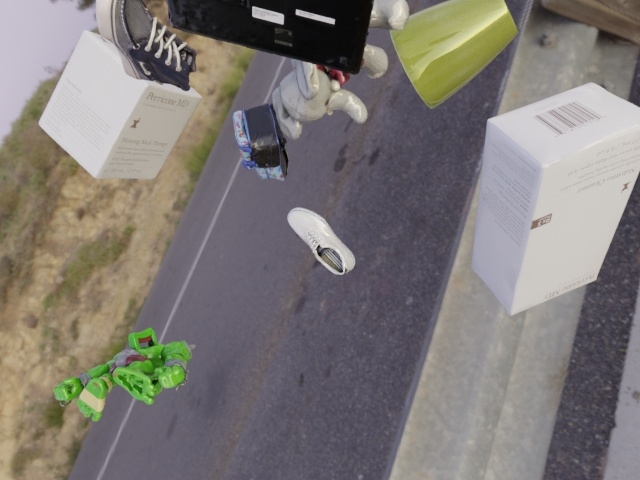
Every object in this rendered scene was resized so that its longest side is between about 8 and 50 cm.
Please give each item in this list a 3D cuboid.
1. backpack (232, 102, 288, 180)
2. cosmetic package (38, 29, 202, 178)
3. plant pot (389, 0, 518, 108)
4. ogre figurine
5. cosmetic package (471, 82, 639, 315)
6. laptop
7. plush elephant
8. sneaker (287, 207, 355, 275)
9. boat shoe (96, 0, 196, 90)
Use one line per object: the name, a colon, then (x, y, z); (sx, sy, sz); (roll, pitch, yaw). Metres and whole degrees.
backpack: (-0.142, -0.230, 1.256); (0.173, 0.116, 0.158); (83, 174, -57)
cosmetic package: (-0.727, -0.476, 1.850); (0.394, 0.327, 0.329); (-53, -12, 19)
plant pot: (0.392, -0.570, 1.436); (0.293, 0.275, 0.275); (-25, 41, 26)
ogre figurine: (-0.260, 0.184, 0.714); (0.197, 0.097, 0.118); (-33, 3, 20)
cosmetic package: (0.417, -0.060, 0.925); (0.217, 0.385, 0.156); (-22, 45, -7)
laptop: (-0.039, -0.339, 0.513); (0.264, 0.234, 0.137); (100, -174, -59)
plush elephant: (0.013, -0.357, 1.079); (0.272, 0.329, 0.256); (147, 128, -76)
sneaker: (0.000, 0.000, 1.513); (0.094, 0.258, 0.091); (-50, -2, 22)
boat shoe: (-0.347, -0.426, 1.061); (0.340, 0.158, 0.127); (160, 126, -81)
